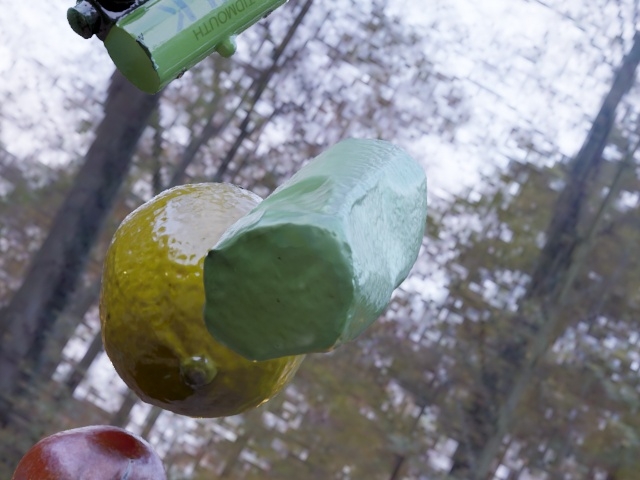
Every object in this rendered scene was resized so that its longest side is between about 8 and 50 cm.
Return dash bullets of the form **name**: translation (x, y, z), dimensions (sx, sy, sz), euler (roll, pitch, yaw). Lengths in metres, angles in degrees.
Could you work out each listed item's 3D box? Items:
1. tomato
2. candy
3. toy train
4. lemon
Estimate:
- **tomato**: translation (-0.308, 0.348, 1.898), dimensions (0.188, 0.232, 0.232), euler (0, -34, 36)
- **candy**: translation (0.000, 0.000, 1.202), dimensions (0.142, 0.132, 0.343), euler (13, 15, 10)
- **toy train**: translation (-0.142, -0.257, 1.539), dimensions (0.157, 0.253, 0.105), euler (50, -31, 0)
- **lemon**: translation (-0.154, 0.082, 1.989), dimensions (0.336, 0.336, 0.336), euler (26, -20, 10)
